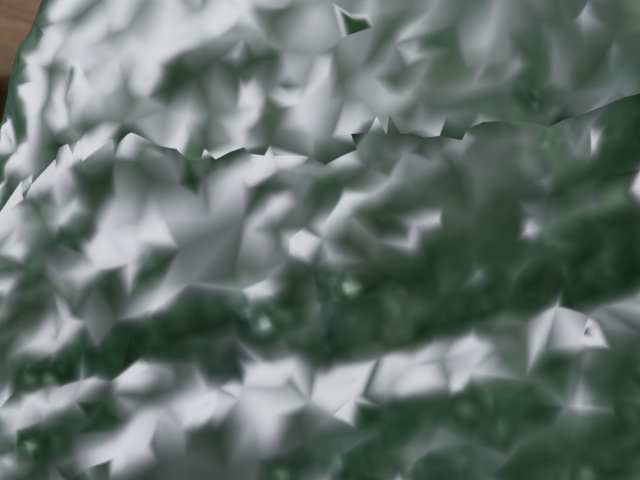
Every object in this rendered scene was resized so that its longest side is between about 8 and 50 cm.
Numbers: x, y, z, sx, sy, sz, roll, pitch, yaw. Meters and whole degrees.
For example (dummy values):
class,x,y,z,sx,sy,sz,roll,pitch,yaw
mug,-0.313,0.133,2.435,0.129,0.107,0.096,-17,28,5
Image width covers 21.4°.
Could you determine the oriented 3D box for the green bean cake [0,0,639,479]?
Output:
class,x,y,z,sx,sy,sz,roll,pitch,yaw
green bean cake,0.000,0.000,0.492,0.300,0.169,0.307,-16,77,22
